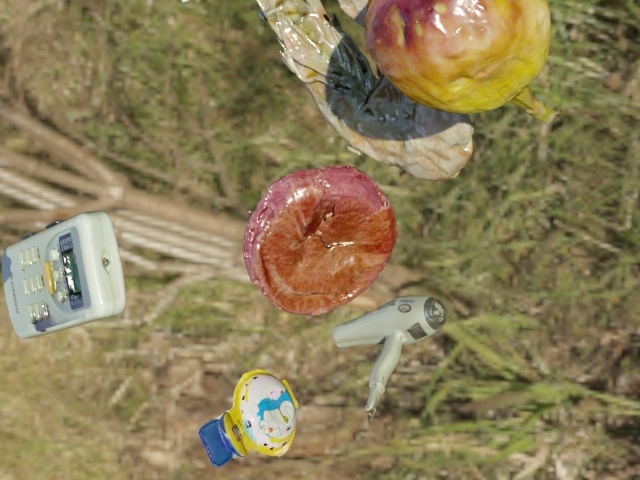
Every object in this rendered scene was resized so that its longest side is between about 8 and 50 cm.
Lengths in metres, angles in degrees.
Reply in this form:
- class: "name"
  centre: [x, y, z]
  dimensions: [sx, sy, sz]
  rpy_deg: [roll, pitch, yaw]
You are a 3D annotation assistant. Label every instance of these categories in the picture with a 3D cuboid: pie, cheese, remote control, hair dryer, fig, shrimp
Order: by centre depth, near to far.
- class: "fig"
  centre: [0.152, -0.172, 1.131]
  dimensions: [0.159, 0.257, 0.159]
  rpy_deg: [-21, 54, 32]
- class: "pie"
  centre: [0.000, 0.000, 1.373]
  dimensions: [0.049, 0.182, 0.182]
  rpy_deg: [-127, 47, -55]
- class: "shrimp"
  centre: [0.045, -0.215, 1.453]
  dimensions: [0.360, 0.085, 0.247]
  rpy_deg: [47, 152, 3]
- class: "remote control"
  centre: [-0.346, 0.049, 1.643]
  dimensions: [0.296, 0.056, 0.140]
  rpy_deg: [-16, 82, 53]
- class: "cheese"
  centre: [-0.115, 0.310, 2.134]
  dimensions: [0.064, 0.250, 0.157]
  rpy_deg: [-25, 92, 39]
- class: "hair dryer"
  centre: [0.079, 0.201, 2.194]
  dimensions: [0.229, 0.092, 0.267]
  rpy_deg: [-3, 41, 52]
